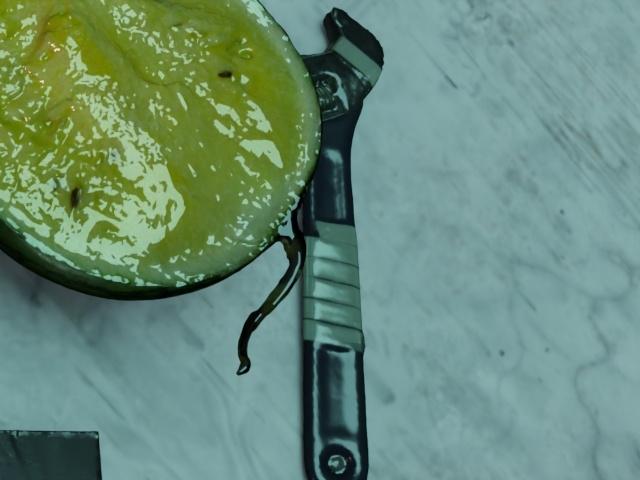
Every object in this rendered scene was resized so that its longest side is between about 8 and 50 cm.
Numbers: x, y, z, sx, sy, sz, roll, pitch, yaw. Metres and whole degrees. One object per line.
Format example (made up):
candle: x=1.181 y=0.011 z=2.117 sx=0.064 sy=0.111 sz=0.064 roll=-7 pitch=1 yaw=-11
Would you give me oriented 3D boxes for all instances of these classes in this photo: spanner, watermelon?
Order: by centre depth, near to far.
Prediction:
watermelon: x=-0.111 y=-0.056 z=0.890 sx=0.232 sy=0.127 sz=0.204 roll=34 pitch=58 yaw=-13
spanner: x=0.000 y=0.000 z=1.000 sx=0.087 sy=0.024 sz=0.316 roll=8 pitch=70 yaw=-26

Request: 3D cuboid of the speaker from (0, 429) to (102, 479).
speaker: x=-0.149 y=0.206 z=0.822 sx=0.082 sy=0.044 sz=0.218 roll=3 pitch=70 yaw=-29
